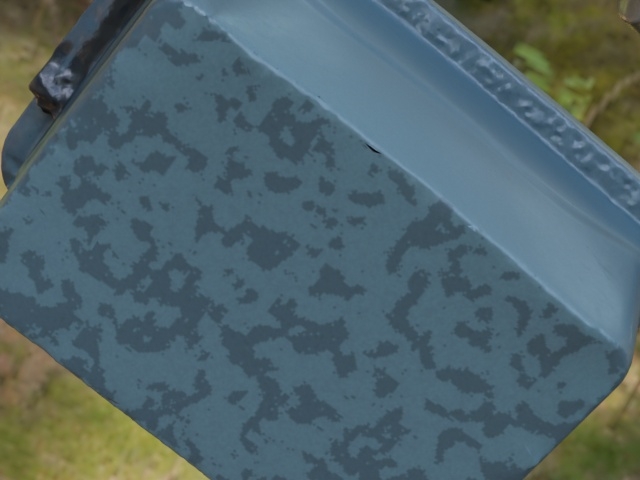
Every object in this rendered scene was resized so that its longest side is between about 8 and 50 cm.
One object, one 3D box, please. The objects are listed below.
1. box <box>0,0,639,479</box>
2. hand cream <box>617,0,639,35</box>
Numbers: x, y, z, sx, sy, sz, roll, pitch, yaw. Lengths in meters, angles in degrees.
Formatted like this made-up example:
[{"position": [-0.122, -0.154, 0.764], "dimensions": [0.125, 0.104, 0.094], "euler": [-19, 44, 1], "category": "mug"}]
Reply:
[{"position": [0.000, 0.000, 0.593], "dimensions": [0.227, 0.162, 0.130], "euler": [39, 24, -6], "category": "box"}, {"position": [0.241, -0.085, 0.878], "dimensions": [0.256, 0.088, 0.055], "euler": [30, 30, -27], "category": "hand cream"}]
